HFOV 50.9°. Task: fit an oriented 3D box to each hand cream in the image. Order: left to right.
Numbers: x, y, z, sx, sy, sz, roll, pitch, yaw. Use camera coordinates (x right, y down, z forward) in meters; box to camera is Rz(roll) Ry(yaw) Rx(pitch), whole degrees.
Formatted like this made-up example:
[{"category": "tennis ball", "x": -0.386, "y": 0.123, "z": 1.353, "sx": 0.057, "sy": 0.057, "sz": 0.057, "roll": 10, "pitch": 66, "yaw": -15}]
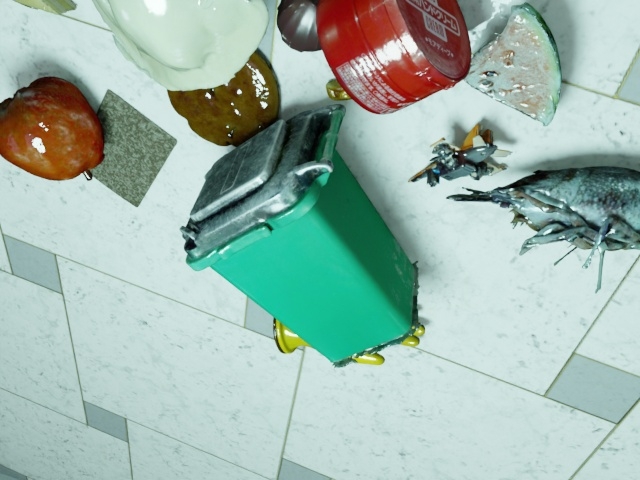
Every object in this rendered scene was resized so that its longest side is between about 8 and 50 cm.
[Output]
[{"category": "hand cream", "x": 0.096, "y": -0.268, "z": 0.868, "sx": 0.125, "sy": 0.193, "sz": 0.193, "roll": -20, "pitch": 118, "yaw": 36}]

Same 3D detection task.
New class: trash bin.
[{"category": "trash bin", "x": 0.000, "y": 0.000, "z": 1.117, "sx": 0.295, "sy": 0.259, "sz": 0.381, "roll": -27, "pitch": 122, "yaw": 28}]

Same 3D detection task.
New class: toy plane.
[{"category": "toy plane", "x": 0.202, "y": -0.113, "z": 1.044, "sx": 0.135, "sy": 0.062, "sz": 0.188, "roll": 21, "pitch": 144, "yaw": -31}]

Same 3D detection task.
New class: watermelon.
[{"category": "watermelon", "x": 0.257, "y": -0.242, "z": 0.905, "sx": 0.139, "sy": 0.071, "sz": 0.187, "roll": 5, "pitch": 139, "yaw": 31}]

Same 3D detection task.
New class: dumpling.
[{"category": "dumpling", "x": -0.250, "y": -0.363, "z": 0.933, "sx": 0.395, "sy": 0.233, "sz": 0.315, "roll": 44, "pitch": 138, "yaw": 4}]

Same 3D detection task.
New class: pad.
[{"category": "pad", "x": -0.385, "y": -0.171, "z": 1.315, "sx": 0.158, "sy": 0.003, "sz": 0.235, "roll": 37, "pitch": 134, "yaw": -8}]

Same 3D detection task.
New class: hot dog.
[{"category": "hot dog", "x": 0.046, "y": -0.234, "z": 1.031, "sx": 0.090, "sy": 0.034, "sz": 0.030, "roll": -7, "pitch": 125, "yaw": 31}]

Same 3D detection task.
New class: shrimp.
[{"category": "shrimp", "x": 0.371, "y": -0.026, "z": 0.965, "sx": 0.371, "sy": 0.172, "sz": 0.137, "roll": -6, "pitch": 132, "yaw": 21}]

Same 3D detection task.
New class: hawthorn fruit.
[{"category": "hawthorn fruit", "x": -0.486, "y": -0.190, "z": 1.229, "sx": 0.185, "sy": 0.185, "sz": 0.202, "roll": -16, "pitch": 125, "yaw": 35}]

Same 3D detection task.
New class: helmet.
[{"category": "helmet", "x": -0.020, "y": -0.315, "z": 0.966, "sx": 0.098, "sy": 0.070, "sz": 0.123, "roll": 30, "pitch": 134, "yaw": -3}]

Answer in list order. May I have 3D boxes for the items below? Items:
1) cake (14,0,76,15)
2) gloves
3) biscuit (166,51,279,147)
[{"category": "cake", "x": -0.465, "y": -0.412, "z": 1.106, "sx": 0.121, "sy": 0.052, "sz": 0.065, "roll": 25, "pitch": 133, "yaw": 5}, {"category": "gloves", "x": 0.062, "y": 0.167, "z": 1.341, "sx": 0.294, "sy": 0.116, "sz": 0.133, "roll": -3, "pitch": 135, "yaw": 20}, {"category": "biscuit", "x": -0.164, "y": -0.244, "z": 1.120, "sx": 0.212, "sy": 0.036, "sz": 0.212, "roll": 13, "pitch": 134, "yaw": 14}]
